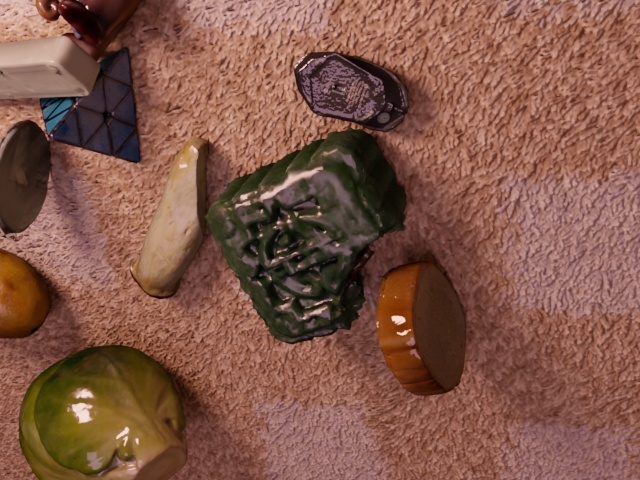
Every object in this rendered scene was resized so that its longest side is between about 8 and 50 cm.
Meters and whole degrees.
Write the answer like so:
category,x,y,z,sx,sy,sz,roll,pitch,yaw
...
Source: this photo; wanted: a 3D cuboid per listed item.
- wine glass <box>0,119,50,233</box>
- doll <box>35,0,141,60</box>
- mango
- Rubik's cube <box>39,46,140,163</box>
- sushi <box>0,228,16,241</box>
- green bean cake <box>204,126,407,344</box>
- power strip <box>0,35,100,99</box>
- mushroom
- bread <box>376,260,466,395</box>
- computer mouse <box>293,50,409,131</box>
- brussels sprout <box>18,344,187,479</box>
category,x,y,z,sx,sy,sz,roll,pitch,yaw
wine glass,-0.723,-0.143,1.358,0.405,0.267,0.267,11,119,4
doll,-0.401,-0.449,1.117,0.317,0.209,0.340,-22,116,41
mango,-0.707,0.100,1.522,0.329,0.175,0.177,7,74,12
Rubik's cube,-0.392,-0.186,1.275,0.211,0.178,0.190,-26,110,27
sushi,-0.672,-0.062,1.502,0.120,0.026,0.126,16,120,6
green bean cake,0.000,0.000,1.264,0.307,0.169,0.300,-23,108,24
power strip,-0.537,-0.286,1.266,0.385,0.062,0.091,5,156,31
mushroom,-0.260,-0.029,1.372,0.107,0.087,0.333,30,118,0
bread,0.173,0.146,1.257,0.070,0.236,0.236,-15,112,29
computer mouse,0.048,-0.240,1.186,0.192,0.062,0.106,22,120,-3
brussels sprout,-0.422,0.364,1.495,0.354,0.289,0.282,28,125,32
